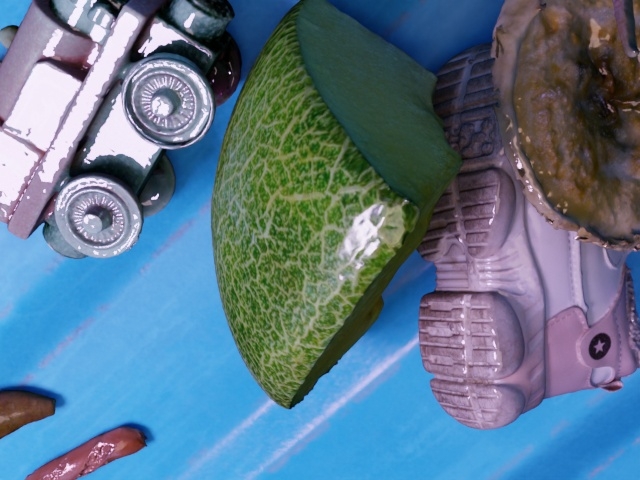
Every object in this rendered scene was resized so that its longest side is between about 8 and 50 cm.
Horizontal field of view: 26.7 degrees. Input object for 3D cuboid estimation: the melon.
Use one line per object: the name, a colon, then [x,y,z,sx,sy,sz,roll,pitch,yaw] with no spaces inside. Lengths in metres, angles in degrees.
melon: [0.000,0.000,1.210,0.226,0.331,0.343,5,127,-33]

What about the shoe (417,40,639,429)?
shoe: [0.196,-0.009,1.253,0.198,0.172,0.351,-4,99,-27]

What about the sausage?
sausage: [-0.260,0.243,1.471,0.158,0.042,0.036,-28,72,14]

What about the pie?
pie: [0.259,-0.122,1.160,0.274,0.055,0.274,3,82,-26]

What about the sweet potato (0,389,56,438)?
sweet potato: [-0.405,0.202,1.441,0.243,0.077,0.077,-9,114,10]

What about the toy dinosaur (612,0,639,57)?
toy dinosaur: [0.220,-0.254,1.119,0.251,0.200,0.072,45,151,19]

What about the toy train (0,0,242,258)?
toy train: [-0.212,-0.130,1.237,0.221,0.150,0.304,33,115,-4]
